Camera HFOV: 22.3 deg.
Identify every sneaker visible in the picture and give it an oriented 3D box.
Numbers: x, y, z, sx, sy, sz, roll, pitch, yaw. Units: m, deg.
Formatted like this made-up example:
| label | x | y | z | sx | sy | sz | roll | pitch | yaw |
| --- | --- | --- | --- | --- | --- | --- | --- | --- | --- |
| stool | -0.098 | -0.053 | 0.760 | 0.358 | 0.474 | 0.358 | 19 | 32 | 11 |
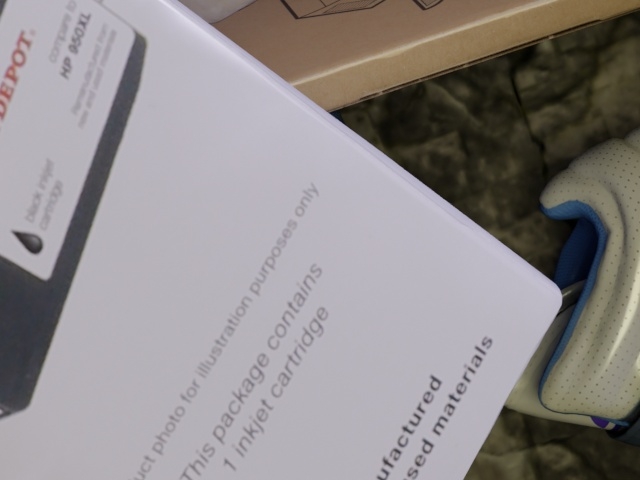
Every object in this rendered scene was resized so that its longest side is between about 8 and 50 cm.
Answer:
| label | x | y | z | sx | sy | sz | roll | pitch | yaw |
| --- | --- | --- | --- | --- | --- | --- | --- | --- | --- |
| sneaker | 0.203 | 0.094 | 0.786 | 0.236 | 0.130 | 0.322 | -7 | 103 | 1 |

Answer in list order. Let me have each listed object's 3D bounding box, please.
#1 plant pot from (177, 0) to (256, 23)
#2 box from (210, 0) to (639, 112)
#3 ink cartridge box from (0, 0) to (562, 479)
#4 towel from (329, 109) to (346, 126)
| label | x | y | z | sx | sy | sz | roll | pitch | yaw |
| --- | --- | --- | --- | --- | --- | --- | --- | --- | --- |
| plant pot | -0.100 | -0.252 | 0.603 | 0.334 | 0.334 | 0.305 | -46 | 114 | -1 |
| box | 0.043 | -0.109 | 0.703 | 0.201 | 0.164 | 0.021 | -19 | 117 | -6 |
| ink cartridge box | -0.163 | -0.032 | 0.559 | 0.395 | 0.285 | 0.166 | 36 | 79 | -27 |
| towel | 0.000 | 0.000 | 0.778 | 0.067 | 0.029 | 0.119 | -23 | 101 | -6 |
